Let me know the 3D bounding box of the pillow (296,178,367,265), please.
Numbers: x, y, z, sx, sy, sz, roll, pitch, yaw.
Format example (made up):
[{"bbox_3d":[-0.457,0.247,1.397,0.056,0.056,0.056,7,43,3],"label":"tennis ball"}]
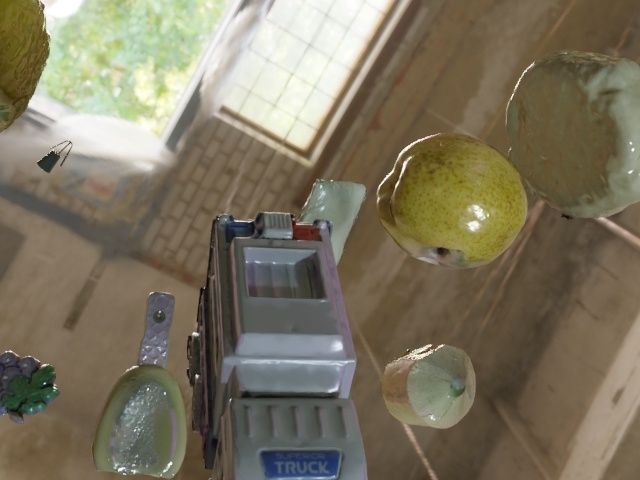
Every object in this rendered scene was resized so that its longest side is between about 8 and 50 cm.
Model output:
[{"bbox_3d":[0.000,0.000,1.574,0.051,0.128,0.229,35,-71,42],"label":"pillow"}]

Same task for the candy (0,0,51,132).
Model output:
[{"bbox_3d":[-0.359,-0.187,0.764,0.260,0.260,0.118,-35,-148,57],"label":"candy"}]

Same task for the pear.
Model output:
[{"bbox_3d":[0.153,-0.046,1.078,0.178,0.178,0.178,-53,-161,27],"label":"pear"}]

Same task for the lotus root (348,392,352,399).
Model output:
[{"bbox_3d":[-0.100,0.281,1.855,0.346,0.250,0.250,-4,-121,64],"label":"lotus root"}]

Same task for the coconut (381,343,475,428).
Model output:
[{"bbox_3d":[0.153,0.200,1.242,0.122,0.116,0.116,-20,-135,58],"label":"coconut"}]

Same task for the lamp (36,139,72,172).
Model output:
[{"bbox_3d":[-0.526,-0.171,1.802,0.054,0.041,0.121,-45,-167,7],"label":"lamp"}]

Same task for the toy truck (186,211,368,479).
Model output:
[{"bbox_3d":[-0.031,0.111,0.665,0.268,0.124,0.155,-103,-161,-51],"label":"toy truck"}]

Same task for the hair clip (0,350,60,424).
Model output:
[{"bbox_3d":[-0.490,0.236,1.419,0.195,0.052,0.124,6,-126,29],"label":"hair clip"}]

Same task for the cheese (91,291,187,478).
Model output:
[{"bbox_3d":[-0.180,0.149,0.942,0.037,0.097,0.192,161,-63,-67],"label":"cheese"}]

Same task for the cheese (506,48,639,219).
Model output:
[{"bbox_3d":[0.467,-0.184,1.631,0.318,0.115,0.326,64,-28,17],"label":"cheese"}]
